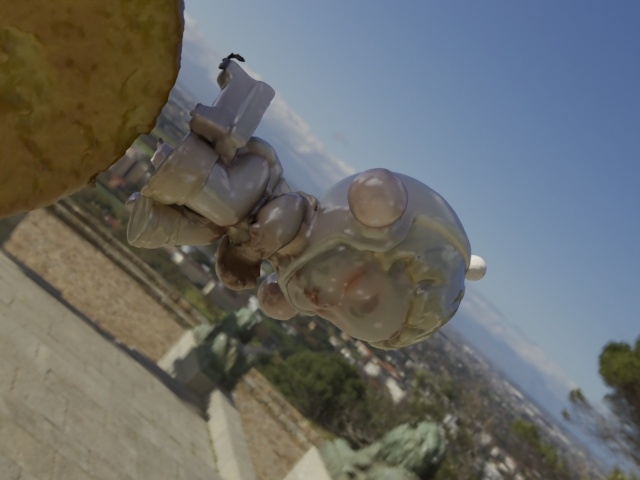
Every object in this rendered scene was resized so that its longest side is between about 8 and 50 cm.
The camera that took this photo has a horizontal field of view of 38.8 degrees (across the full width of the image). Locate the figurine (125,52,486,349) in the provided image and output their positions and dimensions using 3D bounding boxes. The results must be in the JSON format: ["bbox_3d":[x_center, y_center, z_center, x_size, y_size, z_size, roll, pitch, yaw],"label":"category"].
[{"bbox_3d":[-0.001,-0.004,0.644,0.257,0.182,0.144,30,28,-16],"label":"figurine"}]

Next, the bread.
[{"bbox_3d":[-0.204,-0.126,0.512,0.268,0.268,0.145,39,7,-45],"label":"bread"}]
